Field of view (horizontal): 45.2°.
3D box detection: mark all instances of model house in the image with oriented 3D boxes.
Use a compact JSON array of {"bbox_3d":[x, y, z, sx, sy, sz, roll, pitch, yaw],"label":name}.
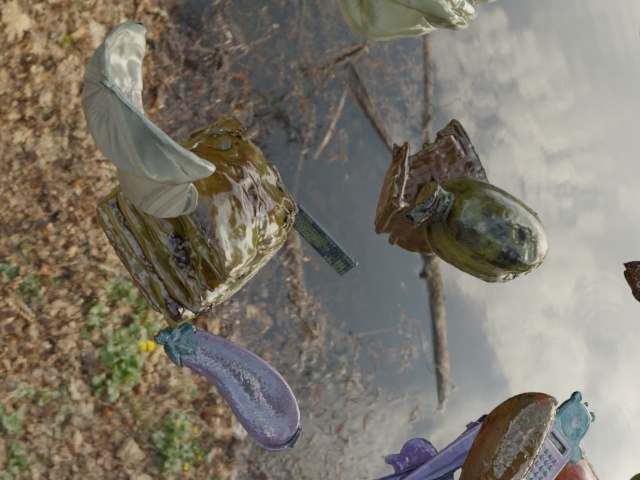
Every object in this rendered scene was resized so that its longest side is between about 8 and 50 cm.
[{"bbox_3d":[0.192,-0.079,1.456,0.229,0.199,0.219,-27,86,-22],"label":"model house"}]

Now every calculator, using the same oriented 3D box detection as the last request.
[{"bbox_3d":[0.272,0.243,0.905,0.141,0.019,0.094,-46,113,-11],"label":"calculator"}]

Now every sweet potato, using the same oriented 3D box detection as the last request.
[{"bbox_3d":[0.122,0.211,0.604,0.050,0.050,0.214,28,90,-39],"label":"sweet potato"}]

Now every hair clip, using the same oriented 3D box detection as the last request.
[{"bbox_3d":[0.204,0.367,1.239,0.278,0.090,0.137,-29,71,-8],"label":"hair clip"},{"bbox_3d":[-0.169,0.278,1.530,0.359,0.095,0.110,40,46,-4],"label":"hair clip"}]

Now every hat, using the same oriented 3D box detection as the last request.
[{"bbox_3d":[-0.244,-0.129,0.951,0.164,0.226,0.219,-11,66,-47],"label":"hat"}]

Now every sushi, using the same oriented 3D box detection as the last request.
[{"bbox_3d":[0.436,0.062,0.970,0.118,0.061,0.060,38,47,-14],"label":"sushi"}]

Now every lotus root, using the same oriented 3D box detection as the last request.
[{"bbox_3d":[0.236,-0.028,1.203,0.278,0.154,0.154,22,63,-22],"label":"lotus root"}]

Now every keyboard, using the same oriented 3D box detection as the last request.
[{"bbox_3d":[0.000,0.000,1.608,0.176,0.055,0.014,46,40,-8],"label":"keyboard"}]

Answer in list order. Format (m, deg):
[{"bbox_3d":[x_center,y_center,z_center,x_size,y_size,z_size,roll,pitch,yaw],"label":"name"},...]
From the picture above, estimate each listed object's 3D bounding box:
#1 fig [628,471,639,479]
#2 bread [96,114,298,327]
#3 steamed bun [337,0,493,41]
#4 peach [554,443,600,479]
[{"bbox_3d":[0.503,0.405,1.118,0.153,0.136,0.121,-56,154,-12],"label":"fig"},{"bbox_3d":[-0.179,-0.043,1.287,0.324,0.167,0.277,-39,103,-42],"label":"bread"},{"bbox_3d":[0.163,-0.482,1.071,0.347,0.237,0.394,24,76,-29],"label":"steamed bun"},{"bbox_3d":[0.362,0.490,1.327,0.281,0.281,0.338,39,54,-33],"label":"peach"}]
